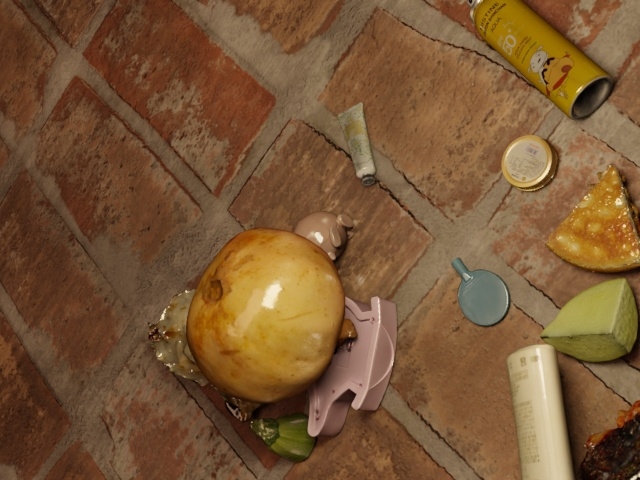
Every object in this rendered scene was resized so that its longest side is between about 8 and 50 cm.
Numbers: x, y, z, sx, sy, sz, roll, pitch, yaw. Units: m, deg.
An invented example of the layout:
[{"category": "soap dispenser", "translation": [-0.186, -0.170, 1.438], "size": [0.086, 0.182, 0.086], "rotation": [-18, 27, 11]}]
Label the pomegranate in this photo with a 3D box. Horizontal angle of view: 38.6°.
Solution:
[{"category": "pomegranate", "translation": [-0.084, 0.149, 1.763], "size": [0.338, 0.338, 0.338], "rotation": [-9, 74, 34]}]

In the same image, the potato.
[{"category": "potato", "translation": [0.479, 0.141, 1.595], "size": [0.149, 0.081, 0.120], "rotation": [-12, 40, 50]}]

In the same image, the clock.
[{"category": "clock", "translation": [0.015, 0.256, 1.881], "size": [0.275, 0.080, 0.290], "rotation": [2, 79, 37]}]

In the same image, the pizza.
[{"category": "pizza", "translation": [0.509, -0.034, 1.607], "size": [0.201, 0.053, 0.193], "rotation": [23, 94, 48]}]

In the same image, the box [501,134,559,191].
[{"category": "box", "translation": [0.395, -0.146, 1.729], "size": [0.105, 0.037, 0.105], "rotation": [-10, 72, 34]}]

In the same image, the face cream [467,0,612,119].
[{"category": "face cream", "translation": [0.399, -0.373, 1.739], "size": [0.105, 0.105, 0.349], "rotation": [-48, 56, 17]}]

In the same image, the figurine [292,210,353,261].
[{"category": "figurine", "translation": [0.000, 0.000, 1.931], "size": [0.138, 0.125, 0.125], "rotation": [-32, 62, 37]}]

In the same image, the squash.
[{"category": "squash", "translation": [-0.086, 0.402, 1.884], "size": [0.105, 0.132, 0.105], "rotation": [-11, 71, 35]}]

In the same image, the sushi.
[{"category": "sushi", "translation": [0.549, 0.342, 1.414], "size": [0.343, 0.196, 0.182], "rotation": [-38, 17, 17]}]

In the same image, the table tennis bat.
[{"category": "table tennis bat", "translation": [0.300, 0.094, 1.752], "size": [0.100, 0.019, 0.155], "rotation": [-47, 58, 18]}]

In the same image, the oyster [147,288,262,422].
[{"category": "oyster", "translation": [-0.235, 0.247, 2.030], "size": [0.337, 0.133, 0.198], "rotation": [42, 102, 32]}]

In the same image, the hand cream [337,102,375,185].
[{"category": "hand cream", "translation": [0.082, -0.207, 1.968], "size": [0.067, 0.042, 0.194], "rotation": [-29, 59, 28]}]

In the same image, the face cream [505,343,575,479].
[{"category": "face cream", "translation": [0.378, 0.359, 1.548], "size": [0.081, 0.173, 0.348], "rotation": [-4, 73, -2]}]
